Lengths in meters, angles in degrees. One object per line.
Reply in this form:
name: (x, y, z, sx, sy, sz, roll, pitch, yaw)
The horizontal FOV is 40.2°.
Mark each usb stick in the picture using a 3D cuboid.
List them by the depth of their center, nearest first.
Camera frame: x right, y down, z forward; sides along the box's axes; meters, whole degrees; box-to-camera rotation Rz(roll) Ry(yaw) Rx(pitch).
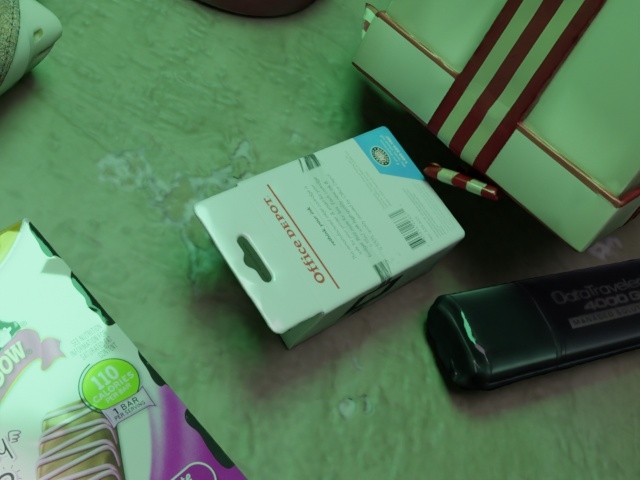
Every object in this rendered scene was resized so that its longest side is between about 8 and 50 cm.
usb stick: (0.204, 0.058, 0.681, 0.278, 0.045, 0.077, -8, 58, -30)

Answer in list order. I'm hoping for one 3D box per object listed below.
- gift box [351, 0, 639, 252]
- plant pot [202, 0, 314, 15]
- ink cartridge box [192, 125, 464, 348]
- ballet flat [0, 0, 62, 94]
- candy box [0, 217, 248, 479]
gift box: (0.193, -0.167, 0.666, 0.255, 0.258, 0.276, -14, 52, -48)
plant pot: (-0.044, -0.315, 0.701, 0.201, 0.180, 0.201, 14, 55, -20)
ink cartridge box: (0.000, 0.000, 0.602, 0.180, 0.060, 0.104, -25, 74, -36)
ballet flat: (-0.225, -0.174, 0.577, 0.106, 0.107, 0.316, 22, 50, -46)
candy box: (-0.147, 0.123, 0.444, 0.233, 0.071, 0.159, 47, 52, 7)
